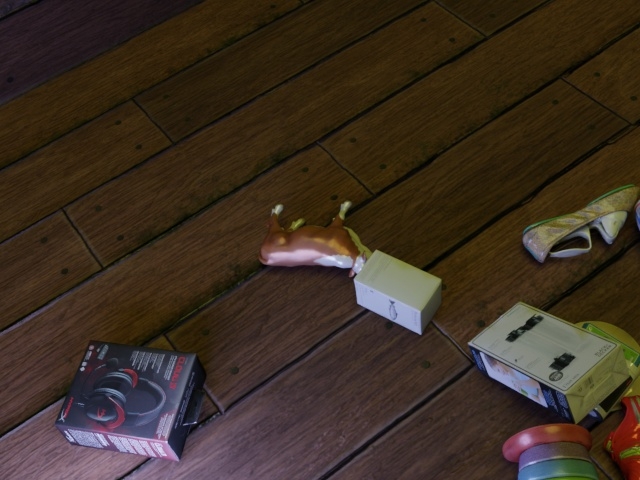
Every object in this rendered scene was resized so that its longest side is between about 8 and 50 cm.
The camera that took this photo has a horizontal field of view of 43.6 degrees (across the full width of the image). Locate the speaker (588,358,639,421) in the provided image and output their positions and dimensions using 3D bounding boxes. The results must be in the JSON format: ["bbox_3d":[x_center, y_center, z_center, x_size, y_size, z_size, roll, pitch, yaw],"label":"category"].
[{"bbox_3d":[0.604,0.309,1.664,0.055,0.055,0.136,37,71,29],"label":"speaker"}]

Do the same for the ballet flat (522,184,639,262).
[{"bbox_3d":[0.646,-0.028,1.928,0.316,0.107,0.106,-24,60,1],"label":"ballet flat"}]

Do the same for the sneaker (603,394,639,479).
[{"bbox_3d":[0.624,0.436,1.593,0.118,0.107,0.279,0,49,33],"label":"sneaker"}]

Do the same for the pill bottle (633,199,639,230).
[{"bbox_3d":[0.821,-0.001,1.860,0.124,0.124,0.221,-7,54,3],"label":"pill bottle"}]

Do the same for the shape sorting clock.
[{"bbox_3d":[0.600,0.272,1.736,0.206,0.040,0.206,-1,64,3],"label":"shape sorting clock"}]

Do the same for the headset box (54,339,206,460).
[{"bbox_3d":[-0.400,0.353,1.770,0.293,0.110,0.218,6,54,12],"label":"headset box"}]

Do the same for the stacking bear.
[{"bbox_3d":[0.458,0.511,1.512,0.175,0.164,0.289,-5,57,4],"label":"stacking bear"}]

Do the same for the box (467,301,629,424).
[{"bbox_3d":[0.469,0.246,1.669,0.169,0.087,0.290,-36,29,-19],"label":"box"}]

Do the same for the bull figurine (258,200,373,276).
[{"bbox_3d":[0.000,0.000,1.988,0.310,0.101,0.188,1,50,9],"label":"bull figurine"}]

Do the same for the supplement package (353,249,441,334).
[{"bbox_3d":[0.182,0.120,1.869,0.179,0.105,0.105,25,59,25],"label":"supplement package"}]
